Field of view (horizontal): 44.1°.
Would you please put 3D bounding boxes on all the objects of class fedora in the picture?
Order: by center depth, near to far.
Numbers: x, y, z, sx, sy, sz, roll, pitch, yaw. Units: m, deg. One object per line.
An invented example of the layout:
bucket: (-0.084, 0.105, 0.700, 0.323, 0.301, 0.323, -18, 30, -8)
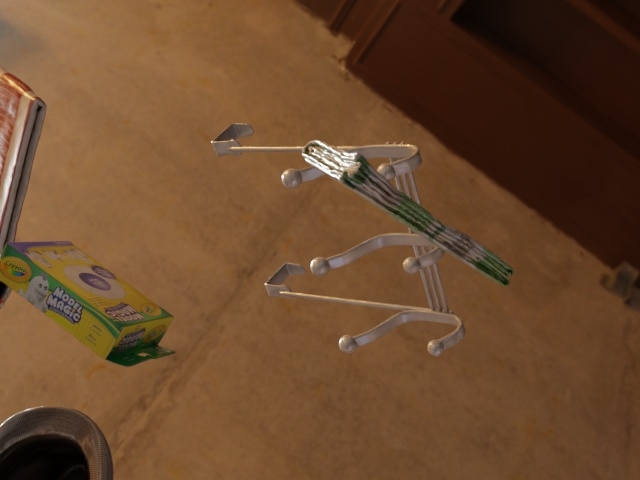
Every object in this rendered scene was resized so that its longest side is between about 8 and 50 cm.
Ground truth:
fedora: (-0.391, 0.391, 1.133, 0.243, 0.124, 0.275, -7, -125, 12)

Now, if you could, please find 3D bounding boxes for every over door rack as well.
over door rack: (0.000, 0.000, 0.921, 0.108, 0.239, 0.324, -36, -148, -32)

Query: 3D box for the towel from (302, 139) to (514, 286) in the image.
towel: (0.063, -0.024, 0.579, 0.152, 0.023, 0.113, 31, -175, -21)

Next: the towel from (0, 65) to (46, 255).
towel: (-0.463, -0.125, 1.073, 0.037, 0.237, 0.329, 5, -160, -44)

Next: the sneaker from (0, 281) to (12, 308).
sneaker: (-0.540, 0.106, 1.232, 0.057, 0.075, 0.161, 57, -142, -21)

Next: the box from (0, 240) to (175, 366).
box: (-0.231, 0.063, 0.803, 0.179, 0.043, 0.105, 35, -169, 14)
